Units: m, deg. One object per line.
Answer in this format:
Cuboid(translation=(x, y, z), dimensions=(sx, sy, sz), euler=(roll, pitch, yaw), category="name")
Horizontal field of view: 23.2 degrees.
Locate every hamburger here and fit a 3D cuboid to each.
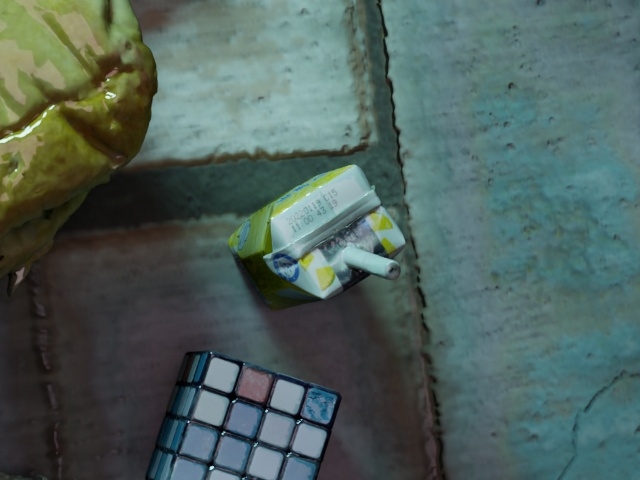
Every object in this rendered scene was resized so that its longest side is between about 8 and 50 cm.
Cuboid(translation=(-0.208, -0.108, 0.945), dimensions=(0.209, 0.162, 0.329), euler=(-10, 86, -17), category="hamburger")

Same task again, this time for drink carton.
Cuboid(translation=(0.000, 0.000, 0.969), dimensions=(0.084, 0.200, 0.074), euler=(-31, 92, -15), category="drink carton")

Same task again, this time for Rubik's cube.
Cuboid(translation=(-0.051, 0.128, 1.001), dimensions=(0.092, 0.092, 0.092), euler=(19, 82, -12), category="Rubik's cube")

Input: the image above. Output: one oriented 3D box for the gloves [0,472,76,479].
Cuboid(translation=(-0.220, 0.198, 0.963), dimensions=(0.153, 0.070, 0.114), euler=(-7, 88, -13), category="gloves")
